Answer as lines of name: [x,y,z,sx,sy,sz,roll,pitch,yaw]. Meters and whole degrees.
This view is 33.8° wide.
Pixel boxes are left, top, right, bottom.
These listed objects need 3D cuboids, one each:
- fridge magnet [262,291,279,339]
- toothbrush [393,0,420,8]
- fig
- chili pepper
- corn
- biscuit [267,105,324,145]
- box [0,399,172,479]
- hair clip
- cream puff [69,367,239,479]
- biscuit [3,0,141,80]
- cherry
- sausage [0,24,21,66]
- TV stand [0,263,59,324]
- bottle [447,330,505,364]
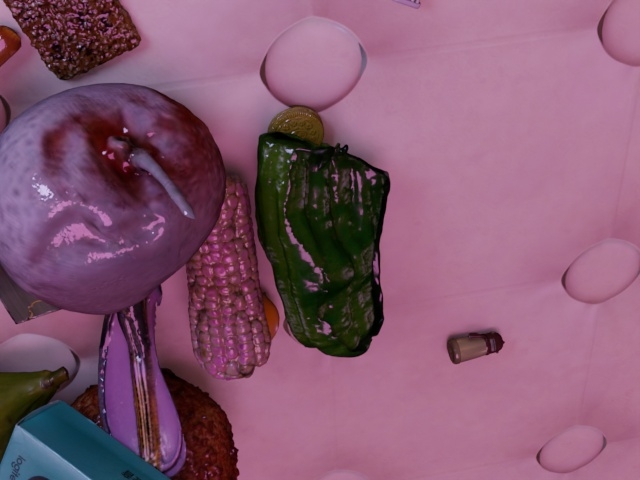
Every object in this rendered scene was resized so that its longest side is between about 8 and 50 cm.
fridge magnet: [-0.138,0.136,1.736,0.143,0.063,0.143,-8,130,-10]
toothbrush: [-0.015,-0.362,1.376,0.342,0.025,0.030,11,121,-22]
fig: [-0.543,0.324,1.688,0.314,0.233,0.233,-11,131,-10]
chili pepper: [-0.006,-0.004,1.578,0.168,0.213,0.384,13,128,31]
corn: [-0.149,0.057,1.595,0.127,0.126,0.335,-9,114,-7]
biscuit: [-0.036,-0.158,1.542,0.084,0.023,0.084,-7,131,-9]
box: [-0.347,0.416,1.601,0.311,0.118,0.205,32,115,15]
hair clip: [-0.286,0.202,1.627,0.110,0.096,0.358,-8,96,-23]
cream puff: [-0.293,0.389,1.767,0.351,0.228,0.350,0,118,-1]
biscuit: [-0.337,-0.315,1.334,0.131,0.026,0.236,-25,131,5]
cherry: [-0.295,-0.044,1.384,0.335,0.291,0.326,-45,166,24]
sausage: [-0.442,-0.231,1.366,0.131,0.041,0.039,-34,124,14]
TV stand: [-0.460,-0.007,1.518,0.083,0.088,0.269,-19,131,0]
bottle: [0.282,0.191,1.903,0.101,0.047,0.063,-12,167,-9]
